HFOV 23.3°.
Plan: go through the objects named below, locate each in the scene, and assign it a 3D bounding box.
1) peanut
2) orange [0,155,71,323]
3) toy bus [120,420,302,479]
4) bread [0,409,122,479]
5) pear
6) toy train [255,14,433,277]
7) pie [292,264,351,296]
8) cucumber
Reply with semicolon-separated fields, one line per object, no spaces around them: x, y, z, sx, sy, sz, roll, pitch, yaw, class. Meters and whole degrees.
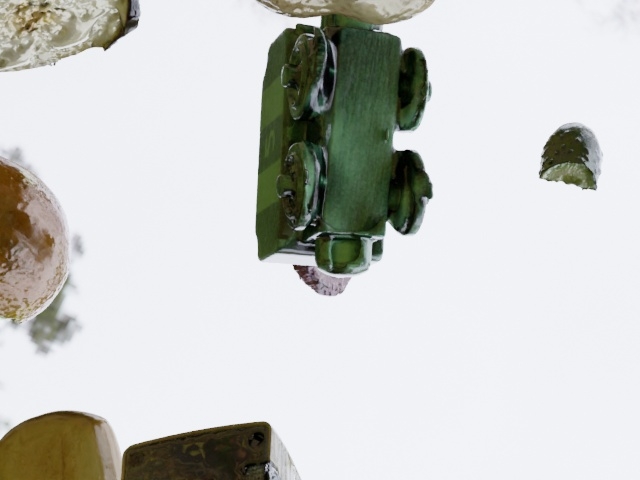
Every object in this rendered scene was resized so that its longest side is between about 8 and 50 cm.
0.012;-0.268;1.553;0.104;0.228;0.085;108;-21;-56;peanut
-0.398;-0.013;1.928;0.158;0.237;0.179;-26;-142;17;orange
-0.093;0.366;1.443;0.177;0.202;0.365;-11;-127;13;toy bus
-0.277;0.296;1.711;0.147;0.098;0.217;-11;-104;17;bread
-0.374;-0.340;1.964;0.267;0.267;0.178;-29;-111;33;pear
0.021;-0.104;1.703;0.238;0.167;0.299;155;-61;-72;toy train
0.000;0.000;1.984;0.036;0.154;0.154;-9;-122;27;pie
0.271;-0.100;1.657;0.107;0.067;0.035;-73;174;-51;cucumber
